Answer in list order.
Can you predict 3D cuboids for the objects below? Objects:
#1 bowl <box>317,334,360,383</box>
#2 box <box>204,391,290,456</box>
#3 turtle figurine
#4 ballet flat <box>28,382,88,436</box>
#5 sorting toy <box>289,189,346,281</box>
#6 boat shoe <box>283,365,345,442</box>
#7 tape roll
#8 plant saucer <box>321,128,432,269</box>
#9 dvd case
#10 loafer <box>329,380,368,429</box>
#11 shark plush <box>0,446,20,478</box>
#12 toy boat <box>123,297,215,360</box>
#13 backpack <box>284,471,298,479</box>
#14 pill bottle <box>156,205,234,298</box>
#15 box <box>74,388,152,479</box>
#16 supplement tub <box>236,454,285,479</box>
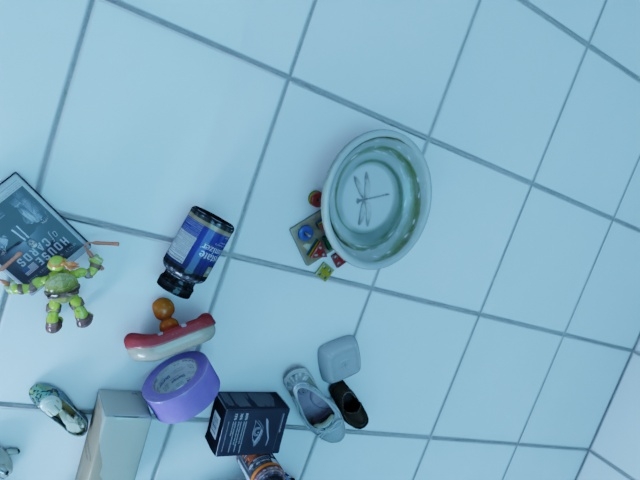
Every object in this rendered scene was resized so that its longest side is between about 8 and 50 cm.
[{"bbox_3d":[0.067,0.381,1.849,0.142,0.053,0.142,-17,112,-23],"label":"bowl"},{"bbox_3d":[-0.214,0.537,1.717,0.207,0.108,0.153,10,101,-31],"label":"box"},{"bbox_3d":[-0.590,0.111,1.367,0.269,0.087,0.217,-19,130,-31],"label":"turtle figurine"},{"bbox_3d":[-0.655,0.431,1.475,0.070,0.070,0.188,-43,120,-9],"label":"ballet flat"},{"bbox_3d":[0.000,0.000,1.693,0.132,0.046,0.274,-32,119,-15],"label":"sorting toy"},{"bbox_3d":[-0.011,0.531,1.815,0.118,0.103,0.320,-28,117,-3],"label":"boat shoe"},{"bbox_3d":[-0.366,0.384,1.539,0.189,0.189,0.080,-30,118,-16],"label":"tape roll"},{"bbox_3d":[0.148,-0.120,1.684,0.400,0.100,0.400,-9,106,-33],"label":"plant saucer"},{"bbox_3d":[-0.680,-0.012,1.338,0.179,0.029,0.238,-42,120,-9],"label":"dvd case"},{"bbox_3d":[0.099,0.550,1.904,0.080,0.078,0.220,-39,120,-11],"label":"loafer"},{"bbox_3d":[-0.822,0.533,1.428,0.067,0.073,0.161,-32,128,19],"label":"shark plush"},{"bbox_3d":[-0.397,0.222,1.519,0.231,0.151,0.151,-19,84,-22],"label":"toy boat"},{"bbox_3d":[-0.145,0.804,1.835,0.173,0.117,0.158,41,85,-29],"label":"backpack"},{"bbox_3d":[-0.323,0.032,1.487,0.123,0.123,0.219,28,92,-32],"label":"pill bottle"},{"bbox_3d":[-0.548,0.562,1.528,0.121,0.148,0.311,12,99,-30],"label":"box"},{"bbox_3d":[-0.171,0.686,1.735,0.106,0.198,0.106,-9,110,-26],"label":"supplement tub"}]
